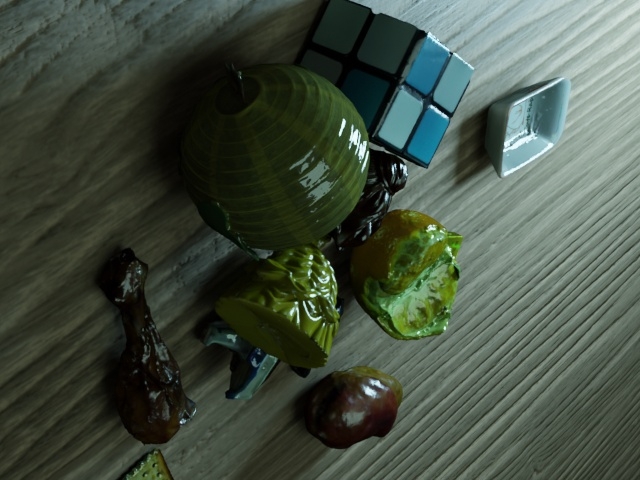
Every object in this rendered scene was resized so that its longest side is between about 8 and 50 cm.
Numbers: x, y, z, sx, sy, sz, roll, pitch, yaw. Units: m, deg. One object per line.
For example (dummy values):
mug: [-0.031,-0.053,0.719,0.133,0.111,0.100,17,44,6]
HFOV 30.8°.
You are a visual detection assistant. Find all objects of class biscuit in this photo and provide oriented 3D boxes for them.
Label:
biscuit: [-0.308,0.420,1.728,0.231,0.016,0.139,-43,142,-27]

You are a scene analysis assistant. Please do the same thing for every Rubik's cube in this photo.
Rubik's cube: [0.084,-0.225,1.658,0.183,0.180,0.167,18,99,-58]

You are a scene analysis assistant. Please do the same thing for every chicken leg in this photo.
chicken leg: [-0.242,0.144,1.576,0.113,0.093,0.304,-49,140,-50]

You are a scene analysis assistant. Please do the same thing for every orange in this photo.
orange: [0.132,0.051,1.930,0.179,0.158,0.237,-47,142,-16]

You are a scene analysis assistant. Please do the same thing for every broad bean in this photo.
broad bean: [0.065,0.299,2.049,0.228,0.122,0.156,12,101,-52]

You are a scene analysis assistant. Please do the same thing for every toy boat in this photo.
toy boat: [-0.096,0.109,1.726,0.115,0.114,0.262,31,85,-21]

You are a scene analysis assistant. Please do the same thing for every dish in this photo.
dish: [0.383,-0.225,2.158,0.234,0.064,0.154,-29,134,-39]

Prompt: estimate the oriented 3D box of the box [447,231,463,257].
box: [0.182,0.042,2.108,0.193,0.030,0.121,-1,113,-54]

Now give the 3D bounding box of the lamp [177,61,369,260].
lamp: [-0.068,-0.119,1.469,0.250,0.250,0.284,-51,142,-17]

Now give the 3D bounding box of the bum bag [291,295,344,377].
bum bag: [-0.005,0.136,1.859,0.123,0.060,0.248,-55,170,-19]

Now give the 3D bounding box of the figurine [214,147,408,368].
figurine: [-0.003,0.000,1.639,0.187,0.168,0.315,39,64,-27]
